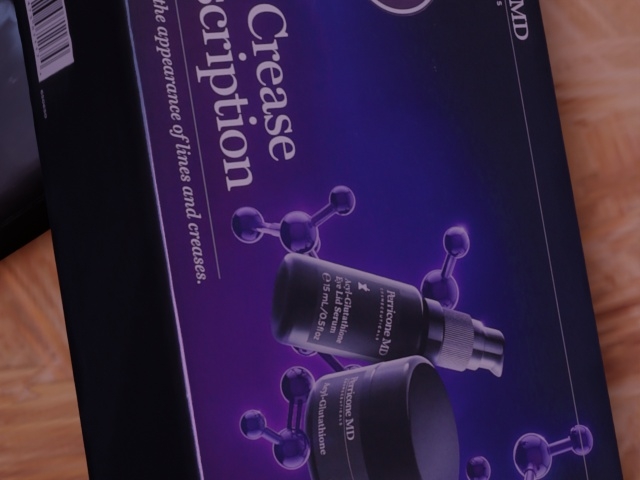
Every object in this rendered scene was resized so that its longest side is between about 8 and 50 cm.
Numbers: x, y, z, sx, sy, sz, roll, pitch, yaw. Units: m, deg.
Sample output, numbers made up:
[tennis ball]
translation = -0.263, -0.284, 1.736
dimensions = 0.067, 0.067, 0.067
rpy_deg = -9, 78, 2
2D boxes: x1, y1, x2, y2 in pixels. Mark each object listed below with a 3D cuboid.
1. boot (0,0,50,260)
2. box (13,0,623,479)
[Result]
[boot]
translation = -0.341, -0.081, 0.846
dimensions = 0.445, 0.146, 0.367
rpy_deg = -32, 91, 18
[box]
translation = 0.000, 0.000, 0.723
dimensions = 0.103, 0.184, 0.261
rpy_deg = -16, 82, 57
